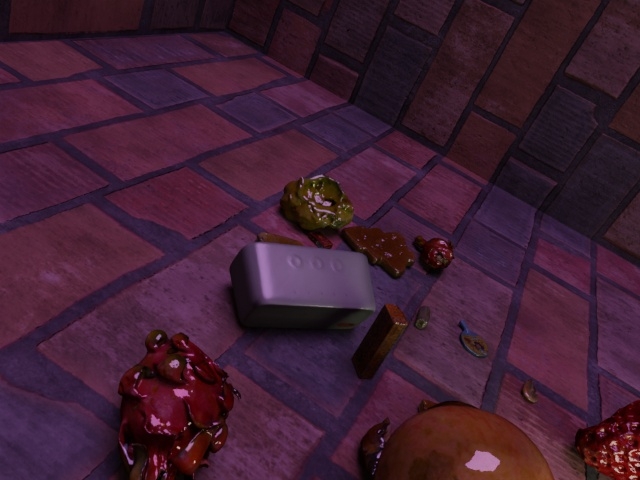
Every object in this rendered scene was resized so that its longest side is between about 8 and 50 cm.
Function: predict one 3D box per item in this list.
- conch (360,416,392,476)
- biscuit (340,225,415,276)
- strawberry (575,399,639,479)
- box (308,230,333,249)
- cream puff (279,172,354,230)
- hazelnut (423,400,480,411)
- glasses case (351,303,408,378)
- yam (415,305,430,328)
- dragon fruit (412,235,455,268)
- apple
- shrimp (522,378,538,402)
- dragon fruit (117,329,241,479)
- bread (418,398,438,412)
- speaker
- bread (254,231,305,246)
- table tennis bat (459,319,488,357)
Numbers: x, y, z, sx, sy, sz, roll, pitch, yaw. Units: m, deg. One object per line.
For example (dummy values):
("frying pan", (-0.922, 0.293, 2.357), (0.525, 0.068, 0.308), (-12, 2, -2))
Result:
("conch", (0.134, 0.484, 1.293), (0.080, 0.086, 0.232), (-17, 19, 6))
("biscuit", (0.217, 0.021, 2.095), (0.302, 0.043, 0.278), (24, 32, -1))
("strawberry", (0.895, 0.587, 1.528), (0.345, 0.295, 0.317), (-4, -3, -3))
("box", (0.000, 0.000, 1.986), (0.082, 0.023, 0.051), (42, 33, 26))
("cream puff", (-0.005, -0.153, 2.052), (0.282, 0.185, 0.282), (18, 24, -8))
("hazelnut", (0.319, 0.479, 1.354), (0.202, 0.160, 0.170), (-11, 53, 0))
("glasses case", (0.158, 0.275, 1.488), (0.049, 0.218, 0.075), (10, 34, -25))
("yam", (0.340, 0.255, 1.829), (0.043, 0.043, 0.094), (27, 29, 2))
("dragon fruit", (0.439, 0.035, 2.181), (0.125, 0.125, 0.246), (43, -3, -32))
("apple", (0.282, 0.500, 1.077), (0.364, 0.364, 0.364), (19, 31, -12))
("shrimp", (0.671, 0.478, 1.752), (0.059, 0.023, 0.108), (45, 34, 13))
("dragon fruit", (-0.279, 0.335, 1.062), (0.307, 0.243, 0.227), (47, -2, 38))
("bread", (0.311, 0.478, 1.470), (0.094, 0.035, 0.090), (19, 31, -12))
("speaker", (-0.044, 0.138, 1.571), (0.406, 0.183, 0.184), (7, 54, -29))
("bread", (-0.114, 0.061, 1.733), (0.196, 0.102, 0.138), (15, 35, -22))
("table tennis bat", (0.509, 0.332, 1.859), (0.100, 0.019, 0.155), (9, 36, -24))
